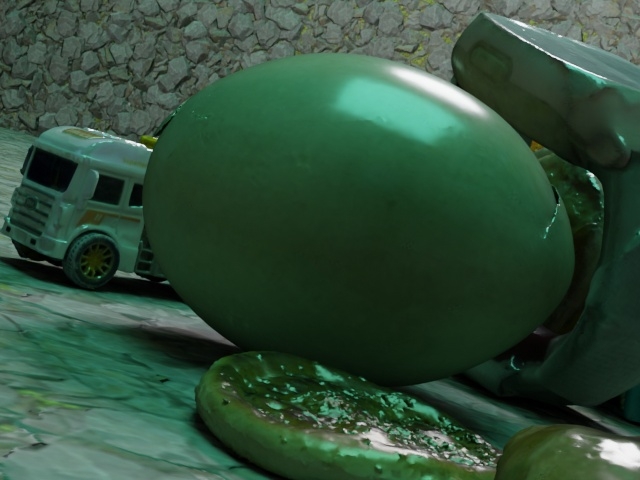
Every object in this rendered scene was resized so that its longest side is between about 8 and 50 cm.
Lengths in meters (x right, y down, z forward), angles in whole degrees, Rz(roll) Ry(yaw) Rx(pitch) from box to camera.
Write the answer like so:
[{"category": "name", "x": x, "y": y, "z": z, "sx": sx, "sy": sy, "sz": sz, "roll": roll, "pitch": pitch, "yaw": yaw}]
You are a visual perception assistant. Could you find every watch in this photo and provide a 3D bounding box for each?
[{"category": "watch", "x": 0.164, "y": -0.011, "z": 0.831, "sx": 0.162, "sy": 0.241, "sz": 0.253, "roll": 10, "pitch": 22, "yaw": -26}]

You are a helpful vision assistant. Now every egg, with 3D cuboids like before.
[{"category": "egg", "x": 0.019, "y": -0.011, "z": 0.665, "sx": 0.253, "sy": 0.186, "sz": 0.186, "roll": 18, "pitch": 4, "yaw": 8}]

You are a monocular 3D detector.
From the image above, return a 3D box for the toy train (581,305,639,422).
[{"category": "toy train", "x": 0.283, "y": 0.093, "z": 0.896, "sx": 0.154, "sy": 0.107, "sz": 0.198, "roll": 7, "pitch": 4, "yaw": -9}]

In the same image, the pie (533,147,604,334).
[{"category": "pie", "x": 0.161, "y": 0.012, "z": 0.973, "sx": 0.046, "sy": 0.195, "sz": 0.195, "roll": 27, "pitch": -4, "yaw": -34}]

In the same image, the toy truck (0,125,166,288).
[{"category": "toy truck", "x": -0.111, "y": -0.019, "z": 0.853, "sx": 0.227, "sy": 0.114, "sz": 0.098, "roll": 12, "pitch": 5, "yaw": -42}]

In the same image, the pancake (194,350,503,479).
[{"category": "pancake", "x": 0.019, "y": 0.081, "z": 0.500, "sx": 0.158, "sy": 0.028, "sz": 0.158, "roll": 17, "pitch": 5, "yaw": -1}]

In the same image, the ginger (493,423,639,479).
[{"category": "ginger", "x": 0.102, "y": 0.092, "z": 0.328, "sx": 0.190, "sy": 0.068, "sz": 0.095, "roll": 11, "pitch": 1, "yaw": -44}]

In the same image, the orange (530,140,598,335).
[{"category": "orange", "x": 0.240, "y": 0.000, "z": 1.124, "sx": 0.240, "sy": 0.240, "sz": 0.240, "roll": 15, "pitch": 3, "yaw": -1}]
